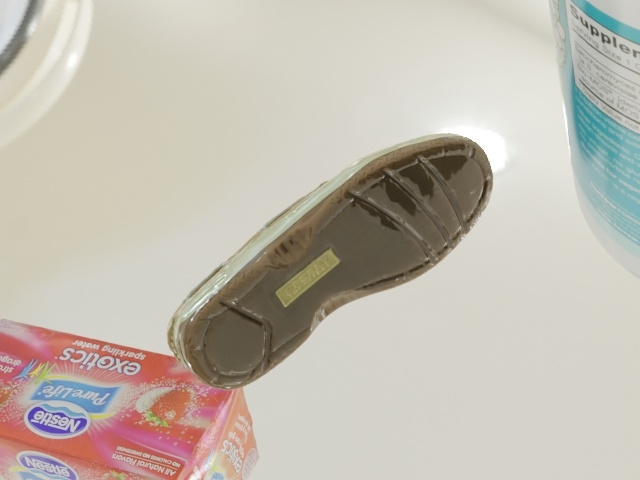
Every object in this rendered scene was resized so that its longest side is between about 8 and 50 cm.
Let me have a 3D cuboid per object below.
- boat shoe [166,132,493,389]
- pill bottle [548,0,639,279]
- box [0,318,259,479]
[{"bbox_3d":[0.000,0.000,0.549,0.190,0.068,0.072,-31,-160,-16],"label":"boat shoe"},{"bbox_3d":[0.157,-0.093,0.384,0.146,0.264,0.146,-8,-123,13],"label":"pill bottle"},{"bbox_3d":[-0.199,0.174,0.942,0.257,0.122,0.128,10,-136,21],"label":"box"}]
